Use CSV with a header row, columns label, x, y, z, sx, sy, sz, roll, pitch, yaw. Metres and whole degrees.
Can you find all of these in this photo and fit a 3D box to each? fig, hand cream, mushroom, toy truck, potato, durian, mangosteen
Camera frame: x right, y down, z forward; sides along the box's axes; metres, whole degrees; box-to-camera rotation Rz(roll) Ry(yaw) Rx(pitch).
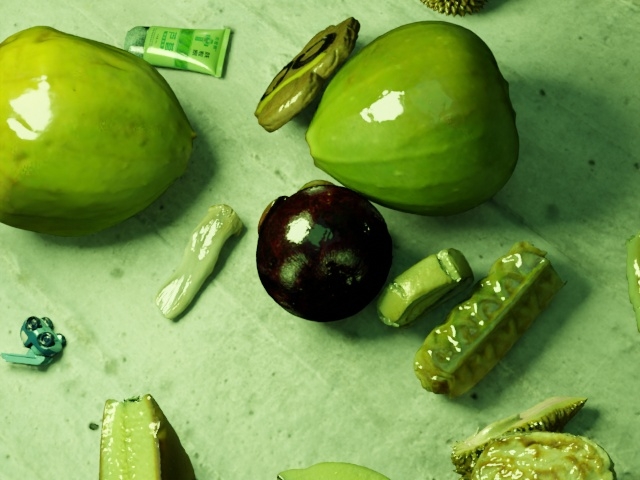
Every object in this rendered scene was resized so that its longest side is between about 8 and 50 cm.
label,x,y,z,sx,sy,sz,roll,pitch,yaw
fig,-0.373,-0.161,1.745,0.344,0.343,0.343,-3,69,7
hand cream,-0.247,-0.330,1.926,0.175,0.046,0.095,6,68,8
mushroom,-0.194,0.035,1.781,0.059,0.054,0.202,26,80,22
toy truck,-0.452,0.165,1.764,0.090,0.056,0.073,-42,75,4
potato,0.027,0.375,1.618,0.120,0.081,0.149,-27,46,-35
fig,0.133,-0.171,1.687,0.316,0.316,0.316,-3,69,7
durian,0.292,0.287,1.595,0.224,0.078,0.140,-39,70,-5
mangosteen,0.000,0.000,1.696,0.211,0.211,0.250,-18,38,1
durian,0.216,-0.445,1.864,0.168,0.137,0.158,-12,47,-6

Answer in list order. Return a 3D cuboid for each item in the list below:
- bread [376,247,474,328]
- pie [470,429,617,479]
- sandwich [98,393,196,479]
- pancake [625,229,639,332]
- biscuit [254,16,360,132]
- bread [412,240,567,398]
label,x,y,z,sx,sy,sz,roll,pitch,yaw
bread,0.153,0.072,1.677,0.156,0.117,0.064,-31,70,-5
pie,0.294,0.345,1.496,0.205,0.084,0.178,-2,63,15
sandwich,-0.252,0.348,1.624,0.122,0.128,0.235,-7,71,12
pancake,0.580,0.125,1.633,0.197,0.054,0.376,-42,71,-9
biscuit,-0.023,-0.271,1.780,0.208,0.041,0.290,-35,20,32
bread,0.243,0.121,1.663,0.269,0.098,0.087,-46,28,-11
